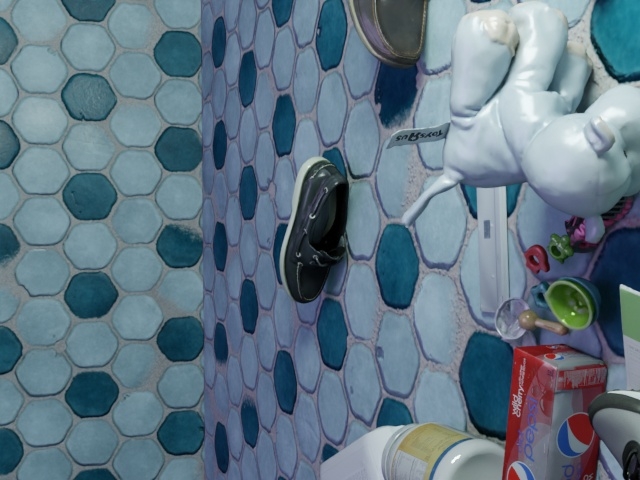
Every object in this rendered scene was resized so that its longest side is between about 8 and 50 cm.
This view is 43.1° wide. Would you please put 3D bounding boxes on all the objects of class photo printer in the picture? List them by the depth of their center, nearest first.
[{"bbox_3d":[0.108,0.486,1.481,0.307,0.107,0.255,126,138,-54],"label":"photo printer"}]

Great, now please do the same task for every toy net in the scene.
[{"bbox_3d":[0.281,0.084,1.079,0.122,0.045,0.232,56,151,12],"label":"toy net"}]

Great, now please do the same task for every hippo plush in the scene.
[{"bbox_3d":[0.257,-0.138,0.917,0.237,0.294,0.234,34,144,54],"label":"hippo plush"}]

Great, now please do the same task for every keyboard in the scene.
[{"bbox_3d":[0.260,-0.018,1.228,0.072,0.014,0.255,174,95,-72],"label":"keyboard"}]

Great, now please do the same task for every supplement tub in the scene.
[{"bbox_3d":[0.191,0.357,1.231,0.200,0.145,0.144,177,92,-68],"label":"supplement tub"}]

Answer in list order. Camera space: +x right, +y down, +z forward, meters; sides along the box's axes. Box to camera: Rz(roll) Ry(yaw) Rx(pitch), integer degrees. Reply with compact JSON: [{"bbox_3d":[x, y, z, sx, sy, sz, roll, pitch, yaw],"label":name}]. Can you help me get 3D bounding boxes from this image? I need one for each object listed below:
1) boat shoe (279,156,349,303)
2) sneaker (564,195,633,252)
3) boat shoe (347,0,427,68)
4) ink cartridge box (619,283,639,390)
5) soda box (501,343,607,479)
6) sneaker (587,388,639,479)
[{"bbox_3d":[0.003,-0.001,1.712,0.113,0.127,0.339,30,118,38],"label":"boat shoe"},{"bbox_3d":[0.338,-0.037,1.002,0.119,0.047,0.057,118,156,-47],"label":"sneaker"},{"bbox_3d":[0.123,-0.472,1.383,0.130,0.133,0.355,147,119,-64],"label":"boat shoe"},{"bbox_3d":[0.382,0.169,0.816,0.171,0.056,0.234,-148,48,-64],"label":"ink cartridge box"},{"bbox_3d":[0.297,0.272,1.049,0.092,0.084,0.263,-155,67,-65],"label":"soda box"},{"bbox_3d":[0.337,0.246,0.758,0.271,0.108,0.100,-124,23,-47],"label":"sneaker"}]
